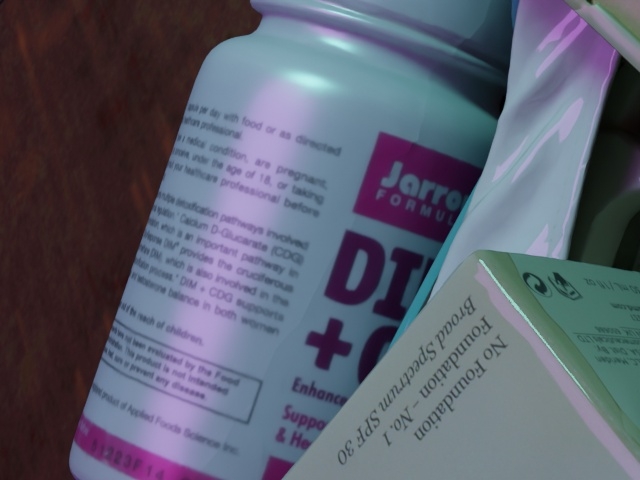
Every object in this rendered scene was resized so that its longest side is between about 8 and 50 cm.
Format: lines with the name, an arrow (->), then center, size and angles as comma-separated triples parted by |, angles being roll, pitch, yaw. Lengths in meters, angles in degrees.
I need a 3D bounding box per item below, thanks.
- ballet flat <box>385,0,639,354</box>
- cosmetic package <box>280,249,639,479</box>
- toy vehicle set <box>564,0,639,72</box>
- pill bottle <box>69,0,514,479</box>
ballet flat -> 0.135, -0.046, 0.816 | 0.139, 0.139, 0.400 | 30, 104, 55
cosmetic package -> 0.121, 0.166, 0.661 | 0.160, 0.113, 0.309 | -53, 53, 23
toy vehicle set -> 0.179, -0.115, 0.709 | 0.267, 0.035, 0.166 | 47, 110, 17
pill bottle -> 0.000, 0.000, 0.930 | 0.160, 0.160, 0.283 | 19, 91, 56
